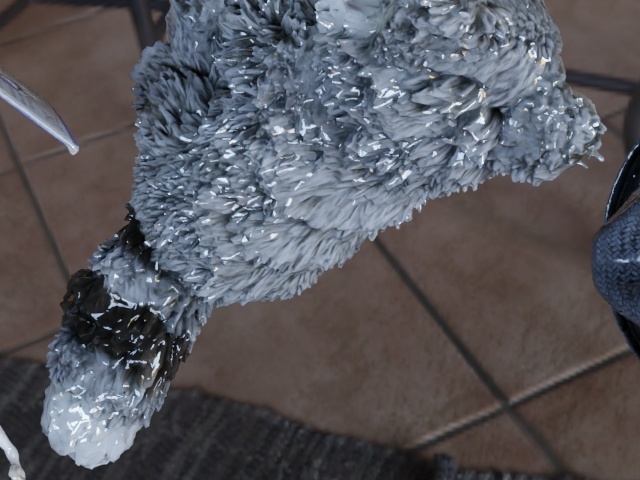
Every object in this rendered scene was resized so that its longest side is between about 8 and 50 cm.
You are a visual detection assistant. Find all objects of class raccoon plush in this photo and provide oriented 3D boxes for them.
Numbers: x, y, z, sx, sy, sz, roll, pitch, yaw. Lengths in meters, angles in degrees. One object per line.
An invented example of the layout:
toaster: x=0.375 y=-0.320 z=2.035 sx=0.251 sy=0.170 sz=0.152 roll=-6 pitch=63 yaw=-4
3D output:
raccoon plush: x=0.000 y=0.000 z=0.761 sx=0.216 sy=0.447 sz=0.299 roll=14 pitch=8 yaw=-32

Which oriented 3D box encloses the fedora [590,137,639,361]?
fedora: x=0.326 y=0.005 z=0.857 sx=0.152 sy=0.334 sz=0.334 roll=-1 pitch=28 yaw=-44

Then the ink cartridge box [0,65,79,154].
ink cartridge box: x=-0.331 y=-0.159 z=0.791 sx=0.071 sy=0.330 sz=0.324 roll=-51 pitch=21 yaw=-1

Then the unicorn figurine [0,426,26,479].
unicorn figurine: x=-0.247 y=0.131 z=0.785 sx=0.060 sy=0.162 sz=0.111 roll=-24 pitch=75 yaw=-16
